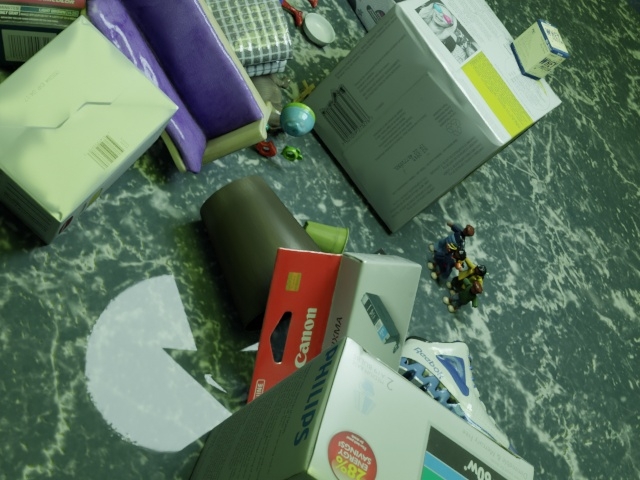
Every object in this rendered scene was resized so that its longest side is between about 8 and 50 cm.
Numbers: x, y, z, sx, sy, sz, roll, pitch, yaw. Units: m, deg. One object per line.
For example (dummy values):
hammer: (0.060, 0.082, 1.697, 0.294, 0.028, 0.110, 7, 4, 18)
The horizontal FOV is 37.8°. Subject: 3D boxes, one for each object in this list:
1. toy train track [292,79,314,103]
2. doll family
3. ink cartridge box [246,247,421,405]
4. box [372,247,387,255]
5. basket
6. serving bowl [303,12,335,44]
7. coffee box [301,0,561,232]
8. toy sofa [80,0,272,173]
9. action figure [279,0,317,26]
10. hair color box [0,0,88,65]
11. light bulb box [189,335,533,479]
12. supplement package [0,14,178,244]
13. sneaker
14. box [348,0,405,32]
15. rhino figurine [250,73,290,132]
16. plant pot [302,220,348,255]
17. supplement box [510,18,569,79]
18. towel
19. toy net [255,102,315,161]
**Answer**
toy train track: (-0.039, -0.310, 1.986, 0.083, 0.014, 0.048, -49, 120, -42)
doll family: (0.291, 0.051, 1.943, 0.076, 0.111, 0.193, -12, 69, -45)
ink cartridge box: (0.024, 0.167, 1.528, 0.261, 0.066, 0.297, 5, 101, -39)
box: (0.104, 0.094, 1.812, 0.162, 0.029, 0.116, -32, 85, -47)
basket: (-0.097, 0.015, 1.604, 0.204, 0.154, 0.227, -20, 72, -34)
serving bowl: (-0.008, -0.475, 2.121, 0.083, 0.027, 0.083, 22, 49, -28)
coffee box: (0.231, -0.286, 1.961, 0.338, 0.337, 0.334, 53, 40, 3)
toy sofa: (-0.235, -0.304, 1.593, 0.363, 0.150, 0.177, 60, 22, -27)
action figure: (-0.140, -0.544, 2.005, 0.280, 0.091, 0.139, 28, 37, -24)
hair color box: (-0.481, -0.457, 1.593, 0.173, 0.105, 0.347, 2, 57, -12)
light bulb box: (0.040, 0.373, 1.304, 0.358, 0.361, 0.225, 37, 44, -16)
supplement package: (-0.386, -0.164, 1.415, 0.204, 0.145, 0.262, 44, 65, -8)
sneaker: (0.253, 0.284, 1.731, 0.315, 0.127, 0.182, 43, 44, -6)
box: (0.163, -0.615, 2.271, 0.142, 0.163, 0.247, -20, 75, -43)
rhino figurine: (-0.118, -0.314, 1.877, 0.106, 0.073, 0.243, 0, 60, -45)
plant pot: (0.000, 0.000, 1.759, 0.079, 0.083, 0.083, 22, 48, -11)
supplement box: (0.448, -0.390, 1.915, 0.056, 0.083, 0.083, 9, 54, -40)
towel: (-0.200, -0.447, 1.789, 0.235, 0.121, 0.284, -15, 78, -20)
toy net: (-0.132, -0.230, 1.790, 0.232, 0.122, 0.045, 18, 49, -4)
